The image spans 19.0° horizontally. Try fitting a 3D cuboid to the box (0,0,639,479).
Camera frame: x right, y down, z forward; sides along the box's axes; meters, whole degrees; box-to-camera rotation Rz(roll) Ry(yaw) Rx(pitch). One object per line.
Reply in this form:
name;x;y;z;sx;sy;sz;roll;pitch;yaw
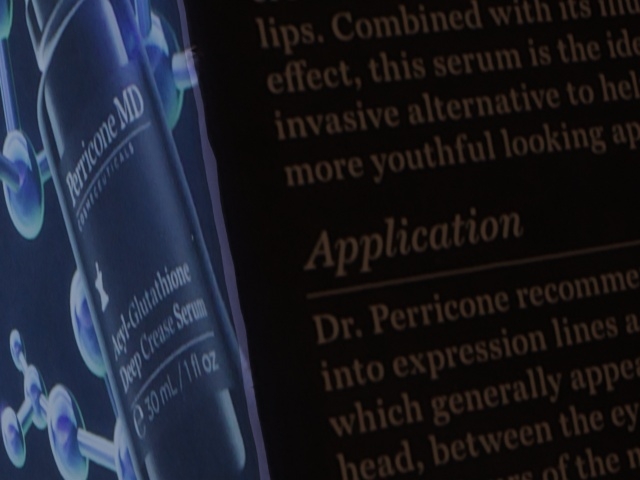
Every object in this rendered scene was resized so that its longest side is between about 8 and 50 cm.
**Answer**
box;0.000;0.000;0.619;0.293;0.212;0.395;-18;81;61
